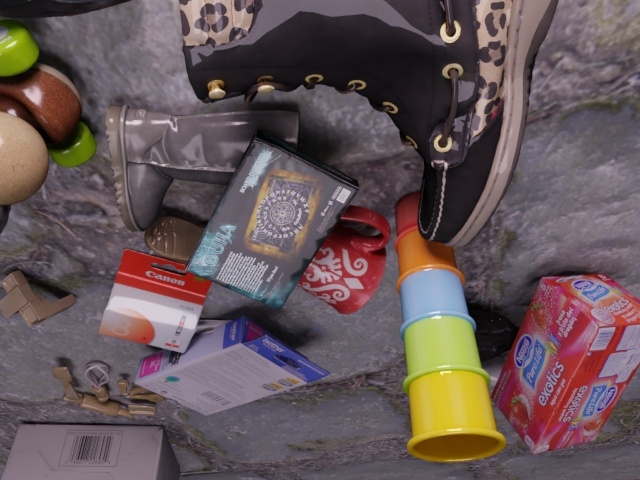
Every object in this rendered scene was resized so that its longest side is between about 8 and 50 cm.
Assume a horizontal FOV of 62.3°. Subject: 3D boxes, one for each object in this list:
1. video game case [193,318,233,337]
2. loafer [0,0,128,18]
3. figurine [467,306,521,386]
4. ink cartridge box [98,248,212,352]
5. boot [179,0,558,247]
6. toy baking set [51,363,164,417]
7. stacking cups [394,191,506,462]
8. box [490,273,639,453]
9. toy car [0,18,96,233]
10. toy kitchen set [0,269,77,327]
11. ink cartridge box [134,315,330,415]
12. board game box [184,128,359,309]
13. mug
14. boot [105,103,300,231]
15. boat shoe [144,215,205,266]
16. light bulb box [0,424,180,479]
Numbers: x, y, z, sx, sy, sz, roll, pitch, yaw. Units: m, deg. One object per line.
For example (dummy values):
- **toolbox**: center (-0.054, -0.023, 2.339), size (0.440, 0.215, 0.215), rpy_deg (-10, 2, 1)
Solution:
- **video game case**: center (-0.215, 0.192, 0.976), size (0.143, 0.019, 0.157), rpy_deg (2, 141, -2)
- **loafer**: center (-0.225, -0.223, 0.455), size (0.169, 0.062, 0.061), rpy_deg (2, -179, 3)
- **figurine**: center (0.297, 0.207, 0.948), size (0.209, 0.092, 0.215), rpy_deg (9, 141, -16)
- **ink cartridge box**: center (-0.258, 0.102, 0.836), size (0.145, 0.045, 0.179), rpy_deg (18, 134, -18)
- **boot**: center (0.036, -0.147, 0.472), size (0.284, 0.138, 0.378), rpy_deg (-1, 137, -1)
- **toy baking set**: center (-0.452, 0.317, 1.124), size (0.256, 0.030, 0.196), rpy_deg (26, 131, -28)
- **stacking cups**: center (0.136, 0.076, 0.602), size (0.095, 0.316, 0.096), rpy_deg (2, 142, 1)
- **box**: center (0.381, 0.188, 0.813), size (0.128, 0.123, 0.257), rpy_deg (-2, 121, -19)
- **toy car**: center (-0.318, -0.082, 0.500), size (0.148, 0.189, 0.155), rpy_deg (-3, 147, 4)
- **toy kitchen set**: center (-0.458, 0.091, 0.845), size (0.068, 0.075, 0.083), rpy_deg (-30, 92, 28)
- **ink cartridge box**: center (-0.158, 0.229, 0.956), size (0.311, 0.065, 0.186), rpy_deg (-23, 135, 28)
- **board game box**: center (-0.058, -0.016, 0.595), size (0.126, 0.026, 0.186), rpy_deg (25, 116, -17)
- **mug**: center (-0.003, -0.002, 0.689), size (0.169, 0.113, 0.150), rpy_deg (29, 105, -24)
- **boot**: center (-0.129, -0.078, 0.620), size (0.208, 0.076, 0.190), rpy_deg (0, 141, -10)
- **boat shoe**: center (-0.157, 0.015, 0.738), size (0.177, 0.064, 0.060), rpy_deg (22, 166, -23)
- **light bulb box**: center (-0.571, 0.648, 1.366), size (0.357, 0.225, 0.361), rpy_deg (3, 141, -5)
